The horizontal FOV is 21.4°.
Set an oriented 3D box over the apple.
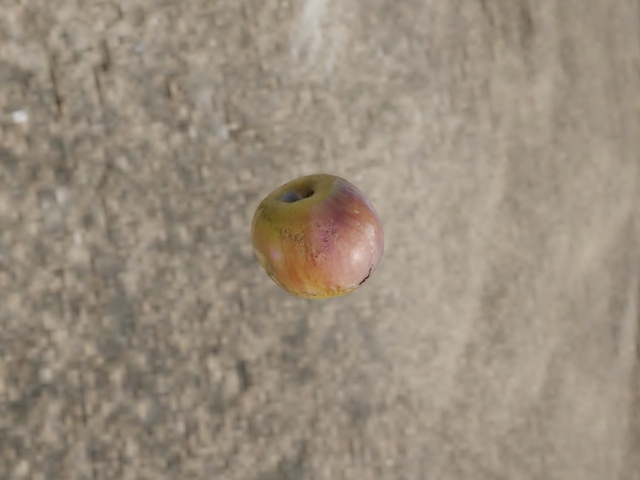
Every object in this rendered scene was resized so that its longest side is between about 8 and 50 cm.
[{"bbox_3d":[0.000,0.000,1.828,0.146,0.146,0.146,-8,90,-67],"label":"apple"}]
